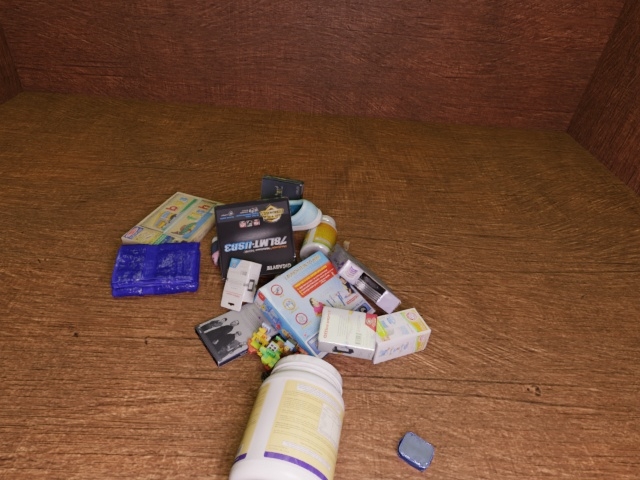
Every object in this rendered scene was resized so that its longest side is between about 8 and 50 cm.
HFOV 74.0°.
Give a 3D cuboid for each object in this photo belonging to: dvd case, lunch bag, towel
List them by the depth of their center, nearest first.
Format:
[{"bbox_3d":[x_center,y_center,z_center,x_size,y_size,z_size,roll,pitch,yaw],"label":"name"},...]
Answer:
[{"bbox_3d":[0.254,0.575,1.155,0.098,0.065,0.067,27,58,24],"label":"lunch bag"},{"bbox_3d":[-0.281,0.311,1.455,0.238,0.030,0.179,-21,45,-32],"label":"dvd case"},{"bbox_3d":[-0.616,0.098,1.607,0.308,0.076,0.228,-2,55,-9],"label":"towel"}]

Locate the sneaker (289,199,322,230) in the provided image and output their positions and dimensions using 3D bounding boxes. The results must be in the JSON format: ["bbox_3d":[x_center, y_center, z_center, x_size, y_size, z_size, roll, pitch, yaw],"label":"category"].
[{"bbox_3d":[-0.181,-0.108,1.807,0.365,0.150,0.135,-15,52,23],"label":"sneaker"}]

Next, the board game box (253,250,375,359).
[{"bbox_3d":[-0.018,0.227,1.469,0.308,0.086,0.302,-31,71,-38],"label":"board game box"}]

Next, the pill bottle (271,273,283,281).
[{"bbox_3d":[-0.157,0.184,1.604,0.067,0.067,0.120,5,37,-1],"label":"pill bottle"}]

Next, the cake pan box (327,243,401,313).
[{"bbox_3d":[0.152,0.132,1.532,0.245,0.070,0.267,37,5,-14],"label":"cake pan box"}]

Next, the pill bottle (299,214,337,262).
[{"bbox_3d":[0.000,0.000,1.806,0.136,0.136,0.246,9,38,5],"label":"pill bottle"}]

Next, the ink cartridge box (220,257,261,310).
[{"bbox_3d":[-0.291,0.163,1.551,0.104,0.180,0.060,9,-7,34],"label":"ink cartridge box"}]

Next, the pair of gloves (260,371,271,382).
[{"bbox_3d":[-0.142,0.430,1.332,0.083,0.010,0.074,-18,38,-27],"label":"pair of gloves"}]

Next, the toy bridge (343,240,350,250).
[{"bbox_3d":[0.078,0.079,1.774,0.026,0.063,0.188,17,40,14],"label":"toy bridge"}]

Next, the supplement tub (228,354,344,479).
[{"bbox_3d":[-0.068,0.488,1.081,0.240,0.241,0.331,11,38,6],"label":"supplement tub"}]

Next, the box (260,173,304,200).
[{"bbox_3d":[-0.178,-0.169,1.922,0.183,0.233,0.059,12,26,7],"label":"box"}]

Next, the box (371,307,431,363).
[{"bbox_3d":[0.254,0.323,1.449,0.203,0.103,0.114,-9,40,-19],"label":"box"}]

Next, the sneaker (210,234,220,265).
[{"bbox_3d":[-0.289,0.053,1.747,0.318,0.112,0.131,-1,55,-5],"label":"sneaker"}]

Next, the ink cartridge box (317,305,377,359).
[{"bbox_3d":[0.084,0.289,1.334,0.175,0.072,0.128,10,51,2],"label":"ink cartridge box"}]

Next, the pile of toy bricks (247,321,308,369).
[{"bbox_3d":[-0.145,0.359,1.337,0.212,0.118,0.105,33,52,15],"label":"pile of toy bricks"}]

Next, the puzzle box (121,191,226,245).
[{"bbox_3d":[-0.634,-0.074,1.888,0.271,0.052,0.409,14,38,12],"label":"puzzle box"}]

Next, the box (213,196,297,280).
[{"bbox_3d":[-0.250,-0.006,1.657,0.295,0.073,0.294,-7,83,-2],"label":"box"}]
